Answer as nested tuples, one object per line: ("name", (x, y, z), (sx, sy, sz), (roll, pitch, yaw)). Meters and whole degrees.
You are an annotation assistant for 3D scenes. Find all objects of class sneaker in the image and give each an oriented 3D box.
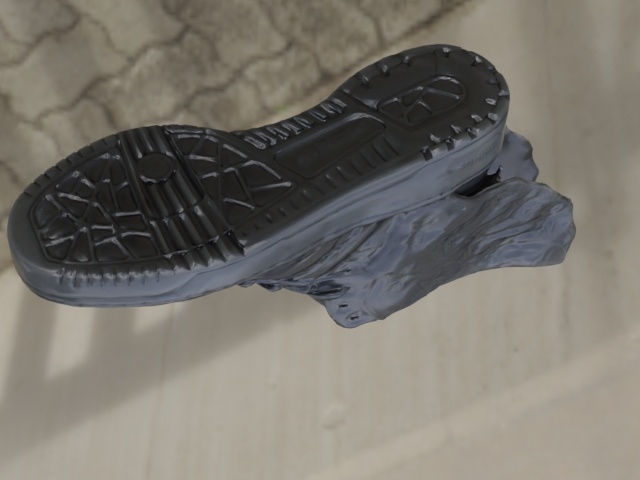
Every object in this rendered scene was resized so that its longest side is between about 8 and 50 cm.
("sneaker", (-0.001, -0.002, 0.457), (0.170, 0.051, 0.089), (-21, 149, -16))
